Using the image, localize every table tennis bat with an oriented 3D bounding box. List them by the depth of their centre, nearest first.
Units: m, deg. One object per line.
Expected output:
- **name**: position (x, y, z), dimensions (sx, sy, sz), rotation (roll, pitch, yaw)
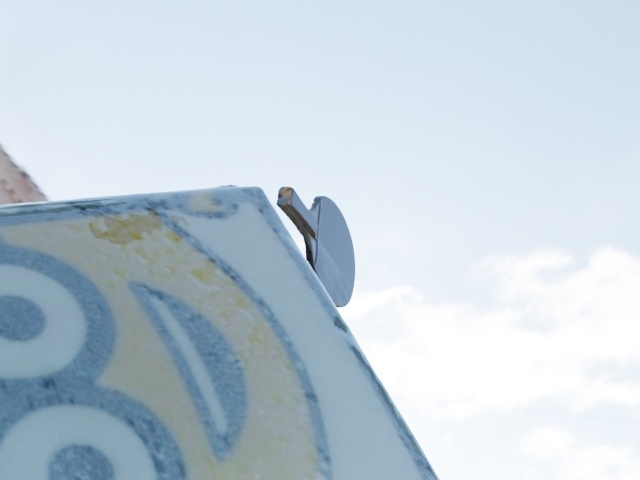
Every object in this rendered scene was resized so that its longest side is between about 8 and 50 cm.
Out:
- **table tennis bat**: position (0.000, 0.000, 1.170), dimensions (0.019, 0.130, 0.220), rotation (-6, -30, 21)

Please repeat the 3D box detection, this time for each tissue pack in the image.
- **tissue pack**: position (-0.119, 0.097, 0.413), dimensions (0.228, 0.311, 0.128), rotation (57, -46, 29)
